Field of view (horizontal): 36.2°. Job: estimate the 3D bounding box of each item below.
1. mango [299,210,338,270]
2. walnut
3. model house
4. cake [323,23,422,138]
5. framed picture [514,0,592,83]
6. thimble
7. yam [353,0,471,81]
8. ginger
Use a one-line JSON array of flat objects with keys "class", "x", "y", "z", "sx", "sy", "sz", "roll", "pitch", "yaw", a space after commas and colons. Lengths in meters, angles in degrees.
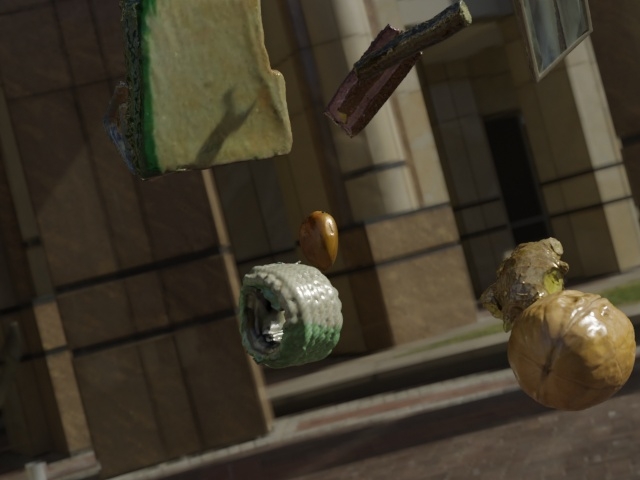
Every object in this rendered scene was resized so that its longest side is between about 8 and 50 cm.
[{"class": "mango", "x": 0.000, "y": 0.000, "z": 1.853, "sx": 0.060, "sy": 0.114, "sz": 0.080, "roll": 11, "pitch": -20, "yaw": -36}, {"class": "walnut", "x": 0.342, "y": 0.149, "z": 1.336, "sx": 0.165, "sy": 0.165, "sz": 0.197, "roll": -15, "pitch": 9, "yaw": 34}, {"class": "model house", "x": -0.284, "y": -0.333, "z": 1.946, "sx": 0.334, "sy": 0.382, "sz": 0.342, "roll": -13, "pitch": 15, "yaw": -30}, {"class": "cake", "x": 0.119, "y": -0.368, "z": 2.314, "sx": 0.295, "sy": 0.116, "sz": 0.113, "roll": -53, "pitch": 7, "yaw": 20}, {"class": "framed picture", "x": 0.529, "y": -0.528, "z": 2.222, "sx": 0.213, "sy": 0.289, "sz": 0.016, "roll": -43, "pitch": 47, "yaw": -16}, {"class": "thimble", "x": -0.070, "y": 0.151, "z": 2.012, "sx": 0.150, "sy": 0.219, "sz": 0.219, "roll": -3, "pitch": -9, "yaw": -42}, {"class": "yam", "x": 0.186, "y": -0.409, "z": 2.028, "sx": 0.274, "sy": 0.061, "sz": 0.061, "roll": -25, "pitch": -6, "yaw": 27}, {"class": "ginger", "x": 0.387, "y": 0.084, "z": 1.862, "sx": 0.157, "sy": 0.102, "sz": 0.216, "roll": -3, "pitch": 47, "yaw": 45}]
